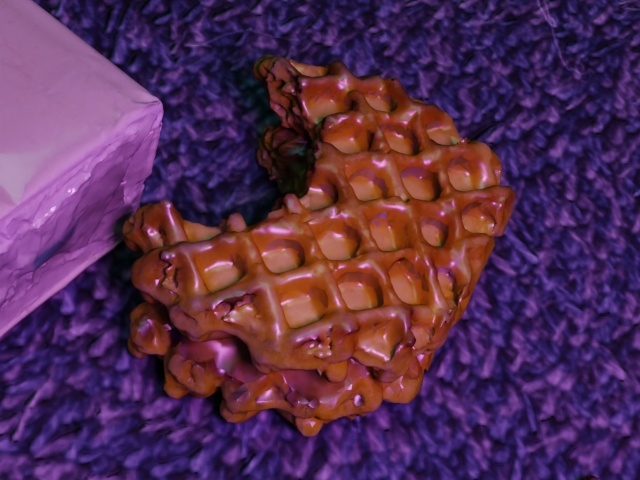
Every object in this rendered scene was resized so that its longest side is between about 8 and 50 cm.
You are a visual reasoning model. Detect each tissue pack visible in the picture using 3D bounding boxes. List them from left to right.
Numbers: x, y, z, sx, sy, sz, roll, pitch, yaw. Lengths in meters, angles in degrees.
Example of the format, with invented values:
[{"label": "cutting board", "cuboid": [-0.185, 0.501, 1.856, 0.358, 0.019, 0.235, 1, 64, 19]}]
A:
[{"label": "tissue pack", "cuboid": [-0.355, -0.087, 1.043, 0.380, 0.207, 0.297, 37, 57, 13]}]

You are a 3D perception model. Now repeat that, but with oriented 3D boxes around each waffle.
[{"label": "waffle", "cuboid": [0.000, 0.000, 1.109, 0.261, 0.151, 0.324, 27, 55, 10]}]

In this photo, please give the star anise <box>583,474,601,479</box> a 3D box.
[{"label": "star anise", "cuboid": [0.202, 0.237, 1.052, 0.141, 0.042, 0.141, 7, 53, -10]}]
